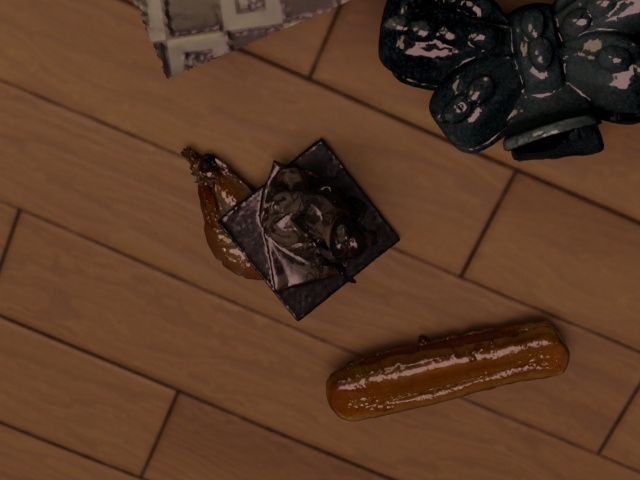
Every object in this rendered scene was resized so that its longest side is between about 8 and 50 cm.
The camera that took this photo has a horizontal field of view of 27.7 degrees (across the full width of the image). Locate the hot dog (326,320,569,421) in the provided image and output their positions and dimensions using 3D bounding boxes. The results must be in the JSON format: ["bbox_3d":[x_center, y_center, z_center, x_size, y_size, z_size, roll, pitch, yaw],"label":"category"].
[{"bbox_3d":[0.147,0.151,1.513,0.286,0.061,0.088,-9,115,8],"label":"hot dog"}]

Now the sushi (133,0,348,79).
[{"bbox_3d":[-0.060,-0.371,1.315,0.339,0.069,0.320,-22,94,14],"label":"sushi"}]

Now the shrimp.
[{"bbox_3d":[-0.102,-0.029,1.475,0.091,0.043,0.184,-24,109,19],"label":"shrimp"}]

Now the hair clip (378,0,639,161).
[{"bbox_3d":[0.219,-0.184,1.303,0.310,0.194,0.206,-10,83,12],"label":"hair clip"}]

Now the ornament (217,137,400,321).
[{"bbox_3d":[0.000,0.000,1.374,0.153,0.196,0.166,-40,105,-2],"label":"ornament"}]
